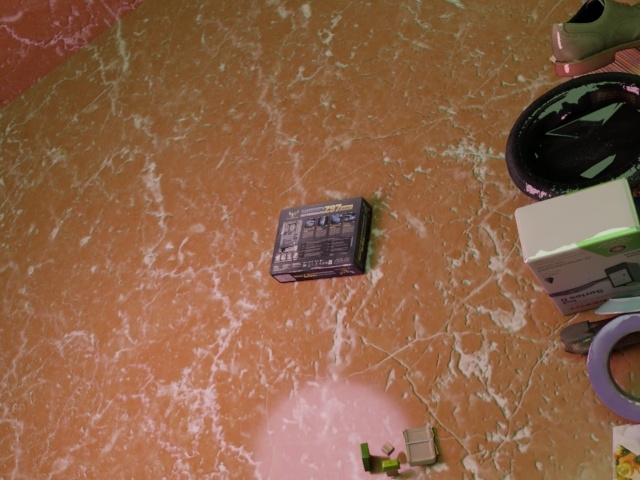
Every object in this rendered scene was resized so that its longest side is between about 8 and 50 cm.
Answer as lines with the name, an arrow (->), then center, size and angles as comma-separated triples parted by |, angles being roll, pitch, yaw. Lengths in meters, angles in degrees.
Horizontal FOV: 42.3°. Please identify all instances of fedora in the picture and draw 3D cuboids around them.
fedora -> 0.552, -0.177, 1.668 | 0.334, 0.152, 0.334 | -15, 56, 24

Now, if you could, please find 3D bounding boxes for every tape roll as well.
tape roll -> 0.563, 0.217, 1.431 | 0.189, 0.080, 0.189 | -2, 84, 22

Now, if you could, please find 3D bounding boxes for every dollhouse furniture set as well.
dollhouse furniture set -> 0.157, 0.423, 1.641 | 0.152, 0.058, 0.076 | -10, 48, 4

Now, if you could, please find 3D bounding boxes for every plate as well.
plate -> 0.581, 0.103, 1.470 | 0.188, 0.188, 0.024 | -13, 88, 25

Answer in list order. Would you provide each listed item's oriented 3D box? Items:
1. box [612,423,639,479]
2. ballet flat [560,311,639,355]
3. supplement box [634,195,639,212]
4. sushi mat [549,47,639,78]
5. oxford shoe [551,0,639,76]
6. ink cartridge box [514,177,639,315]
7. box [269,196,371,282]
box -> 0.501, 0.431, 1.308 | 0.063, 0.067, 0.324 | -14, 31, 28
ballet flat -> 0.569, 0.167, 1.522 | 0.250, 0.058, 0.084 | -17, 21, 16
supplement box -> 0.627, -0.043, 1.587 | 0.083, 0.083, 0.056 | -14, 56, 25
sushi mat -> 0.657, -0.372, 1.809 | 0.151, 0.019, 0.316 | -41, 50, 5
oxford shoe -> 0.627, -0.465, 1.741 | 0.348, 0.130, 0.123 | -31, 24, -24
ink cartridge box -> 0.494, 0.020, 1.509 | 0.198, 0.273, 0.114 | -18, 57, 23
box -> 0.000, 0.000, 1.968 | 0.233, 0.059, 0.183 | -8, 59, 29
